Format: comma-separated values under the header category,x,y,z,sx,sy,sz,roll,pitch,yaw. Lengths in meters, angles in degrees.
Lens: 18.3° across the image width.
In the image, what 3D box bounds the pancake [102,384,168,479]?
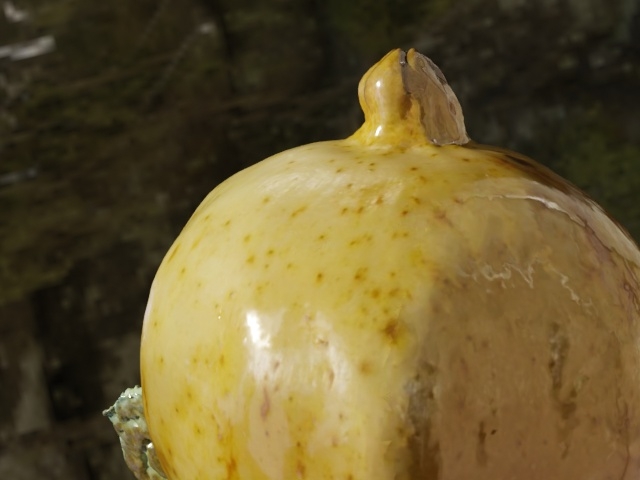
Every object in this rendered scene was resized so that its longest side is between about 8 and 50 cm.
category,x,y,z,sx,sy,sz,roll,pitch,yaw
pancake,-0.089,0.170,1.674,0.054,0.197,0.376,-54,-19,-50

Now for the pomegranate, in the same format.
category,x,y,z,sx,sy,sz,roll,pitch,yaw
pomegranate,0.061,0.070,1.406,0.410,0.410,0.410,166,90,-83
